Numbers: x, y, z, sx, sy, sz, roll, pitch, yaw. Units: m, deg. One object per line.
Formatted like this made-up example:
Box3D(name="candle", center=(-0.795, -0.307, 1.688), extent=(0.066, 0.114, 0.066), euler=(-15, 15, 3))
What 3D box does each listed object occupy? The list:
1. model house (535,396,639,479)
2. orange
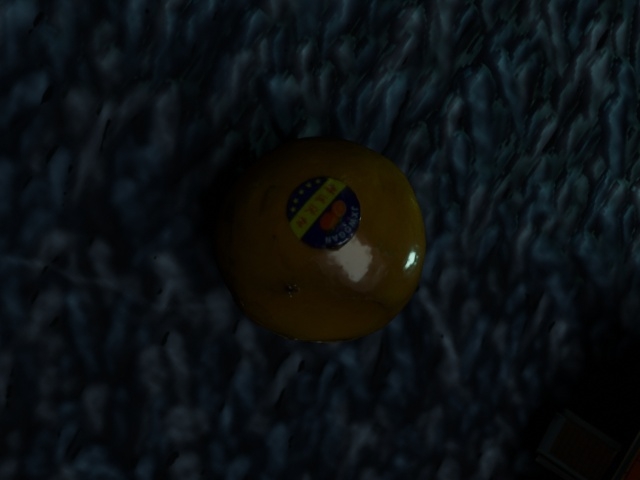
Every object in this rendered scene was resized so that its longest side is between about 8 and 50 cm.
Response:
Box3D(name="model house", center=(0.185, 0.169, 0.728), extent=(0.154, 0.207, 0.294), euler=(27, 94, -34))
Box3D(name="orange", center=(0.000, 0.000, 0.614), extent=(0.083, 0.083, 0.083), euler=(-13, 116, -28))
